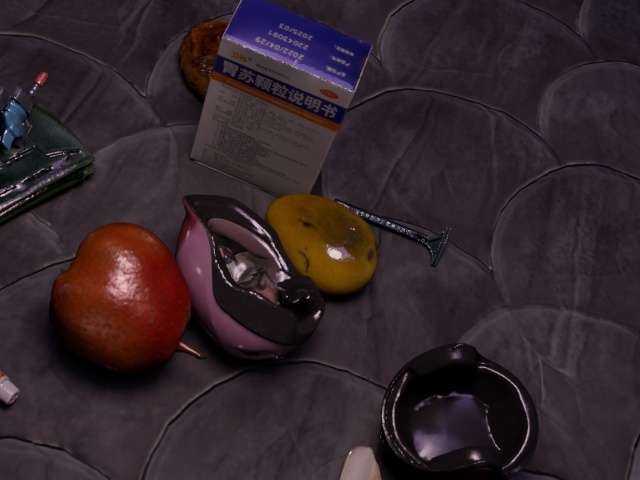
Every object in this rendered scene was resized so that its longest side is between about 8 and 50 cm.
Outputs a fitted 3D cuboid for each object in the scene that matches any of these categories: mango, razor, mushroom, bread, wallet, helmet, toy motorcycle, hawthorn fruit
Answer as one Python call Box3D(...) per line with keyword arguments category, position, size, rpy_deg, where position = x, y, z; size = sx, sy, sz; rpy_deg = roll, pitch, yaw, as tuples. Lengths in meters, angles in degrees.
Box3D(category="mango", position=(0.000, 0.000, 1.665), size=(0.195, 0.098, 0.137), rpy_deg=(35, 59, 12))
Box3D(category="razor", position=(0.108, -0.023, 1.760), size=(0.190, 0.033, 0.066), rpy_deg=(21, 95, 0))
Box3D(category="mushroom", position=(0.037, 0.369, 1.450), size=(0.084, 0.071, 0.209), rpy_deg=(1, 47, 21))
Box3D(category="bread", position=(-0.146, -0.287, 1.833), size=(0.193, 0.064, 0.193), rpy_deg=(12, 49, -14))
Box3D(category="wallet", position=(-0.467, -0.107, 1.613), size=(0.236, 0.055, 0.160), rpy_deg=(-32, 65, -32))
Box3D(category="helmet", position=(0.184, 0.247, 1.497), size=(0.216, 0.193, 0.189), rpy_deg=(-1, 63, -14))
Box3D(category="toy motorcycle", position=(-0.528, -0.220, 1.609), size=(0.272, 0.123, 0.182), rpy_deg=(23, 72, 22))
Box3D(category="helmet", position=(-0.117, 0.064, 1.551), size=(0.253, 0.154, 0.198), rpy_deg=(39, 18, 20))
Box3D(category="hawthorn fruit", position=(-0.244, 0.093, 1.469), size=(0.225, 0.196, 0.196), rpy_deg=(38, 54, 1))

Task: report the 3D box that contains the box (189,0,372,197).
Box3D(category="box", position=(-0.066, -0.202, 1.650), size=(0.200, 0.299, 0.106), rpy_deg=(23, 54, -2))

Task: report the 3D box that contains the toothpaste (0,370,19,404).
Box3D(category="toothpaste", position=(-0.485, 0.144, 1.453), size=(0.218, 0.033, 0.052), rpy_deg=(34, 50, 12))
